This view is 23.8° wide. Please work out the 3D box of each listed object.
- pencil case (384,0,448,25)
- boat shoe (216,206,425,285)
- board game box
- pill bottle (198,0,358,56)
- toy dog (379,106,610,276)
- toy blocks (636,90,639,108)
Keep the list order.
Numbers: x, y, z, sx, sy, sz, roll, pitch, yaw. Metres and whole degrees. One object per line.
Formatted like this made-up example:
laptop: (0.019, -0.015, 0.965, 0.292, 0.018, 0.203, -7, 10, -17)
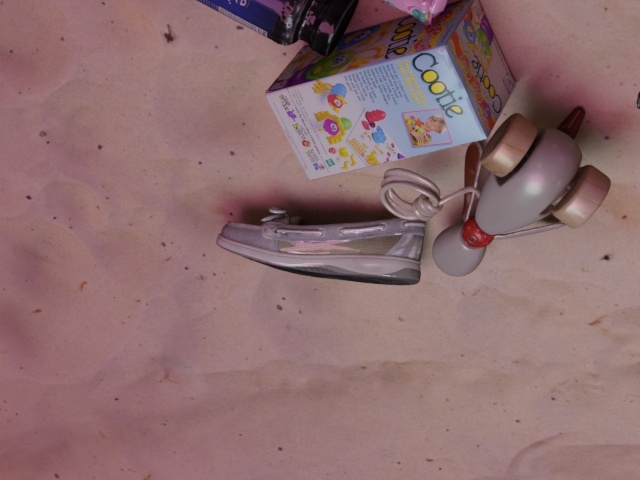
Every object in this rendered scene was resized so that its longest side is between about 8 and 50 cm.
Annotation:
pencil case: (0.043, -0.378, 1.907, 0.284, 0.124, 0.124, 27, 132, 3)
boat shoe: (0.000, 0.000, 2.244, 0.320, 0.103, 0.118, 6, 173, 25)
board game box: (0.094, -0.199, 2.008, 0.275, 0.142, 0.144, -11, 118, 32)
pill bottle: (-0.066, -0.332, 1.991, 0.219, 0.123, 0.123, 28, 132, 4)
toy dog: (0.262, -0.078, 2.049, 0.333, 0.161, 0.220, -14, 122, 50)
toy blocks: (0.521, -0.299, 1.633, 0.309, 0.288, 0.260, 9, 135, 22)
